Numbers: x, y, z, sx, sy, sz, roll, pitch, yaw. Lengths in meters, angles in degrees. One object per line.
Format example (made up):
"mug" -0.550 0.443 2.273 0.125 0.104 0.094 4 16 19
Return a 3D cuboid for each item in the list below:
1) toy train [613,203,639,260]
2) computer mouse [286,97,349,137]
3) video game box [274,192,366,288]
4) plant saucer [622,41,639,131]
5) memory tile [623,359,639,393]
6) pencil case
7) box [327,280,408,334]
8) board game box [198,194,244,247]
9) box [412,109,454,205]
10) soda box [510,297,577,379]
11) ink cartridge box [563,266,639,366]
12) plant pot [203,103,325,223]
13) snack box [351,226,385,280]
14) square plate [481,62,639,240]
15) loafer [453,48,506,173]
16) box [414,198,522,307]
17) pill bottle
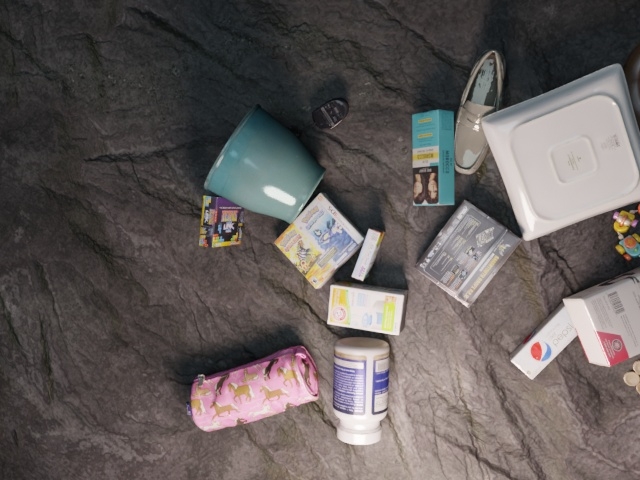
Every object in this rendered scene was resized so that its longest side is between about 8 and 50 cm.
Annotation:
"toy train" 0.784 -0.030 1.508 0.125 0.046 0.166 0 72 26
"computer mouse" -0.023 -0.328 1.750 0.242 0.041 0.071 -27 102 20
"video game box" 0.000 0.000 1.746 0.205 0.048 0.187 -47 74 13
"plant saucer" 0.891 -0.380 1.481 0.310 0.050 0.311 1 94 15
"memory tile" 0.849 0.328 1.549 0.113 0.012 0.148 37 102 11
"pencil case" -0.190 0.426 1.774 0.386 0.167 0.160 -20 52 16
"box" 0.130 0.183 1.695 0.203 0.103 0.114 8 95 15
"board game box" -0.278 -0.056 1.762 0.048 0.170 0.141 10 96 19
"box" 0.296 -0.214 1.626 0.100 0.060 0.244 2 94 55
"soda box" 0.589 0.252 1.589 0.074 0.069 0.216 42 102 9
"ink cartridge box" 0.741 0.176 1.486 0.237 0.100 0.172 -21 87 -7
"plant pot" -0.136 -0.186 1.681 0.255 0.272 0.272 33 102 -6
"snack box" 0.133 0.035 1.688 0.037 0.100 0.141 22 98 13
"square plate" 0.618 -0.204 1.519 0.344 0.049 0.347 -21 104 15
"loafer" 0.402 -0.330 1.586 0.112 0.111 0.319 12 96 15
"box" 0.390 0.033 1.639 0.183 0.056 0.231 36 102 10
"pill bottle" 0.110 0.408 1.688 0.153 0.153 0.265 3 93 16
